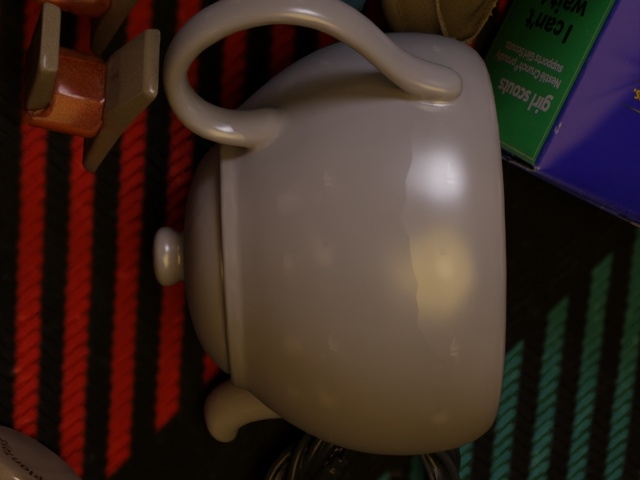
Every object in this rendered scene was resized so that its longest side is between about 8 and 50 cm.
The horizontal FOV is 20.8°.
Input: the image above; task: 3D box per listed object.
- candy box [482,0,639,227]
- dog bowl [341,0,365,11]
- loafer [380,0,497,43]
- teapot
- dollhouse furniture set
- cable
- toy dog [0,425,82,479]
[{"bbox_3d":[0.275,-0.148,1.075,0.268,0.122,0.317,23,96,-26],"label":"candy box"},{"bbox_3d":[0.050,-0.215,0.923,0.297,0.074,0.166,-12,94,11],"label":"dog bowl"},{"bbox_3d":[0.121,-0.225,0.993,0.102,0.092,0.268,15,102,-58],"label":"loafer"},{"bbox_3d":[0.000,0.000,0.968,0.187,0.252,0.256,-1,92,-1],"label":"teapot"},{"bbox_3d":[-0.227,-0.074,0.880,0.262,0.135,0.259,11,60,-23],"label":"dollhouse furniture set"},{"bbox_3d":[0.023,0.178,1.132,0.150,0.047,0.184,-5,111,-14],"label":"cable"},{"bbox_3d":[-0.281,0.151,0.940,0.334,0.161,0.220,12,102,-23],"label":"toy dog"}]
